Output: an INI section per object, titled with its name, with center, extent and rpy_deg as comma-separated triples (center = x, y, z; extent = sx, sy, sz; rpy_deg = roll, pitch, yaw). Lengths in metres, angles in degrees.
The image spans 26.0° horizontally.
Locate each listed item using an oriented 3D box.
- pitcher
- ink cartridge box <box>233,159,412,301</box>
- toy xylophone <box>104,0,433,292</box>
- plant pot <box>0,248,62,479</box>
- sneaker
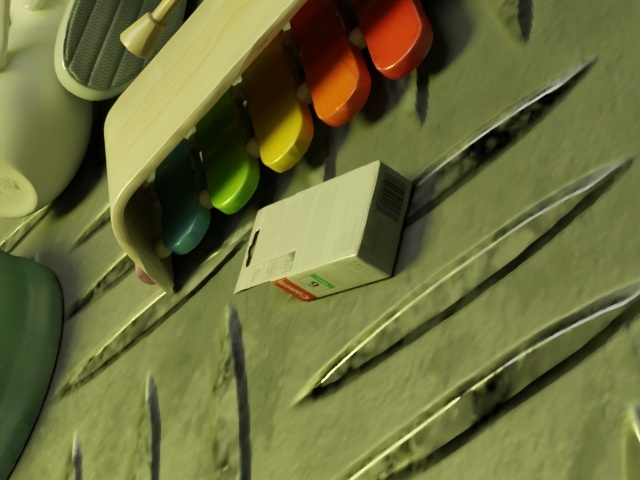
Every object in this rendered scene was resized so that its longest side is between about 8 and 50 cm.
[pitcher]
center = -0.258, -0.140, 1.176
extent = 0.125, 0.178, 0.207
rpy_deg = 1, 53, 16
[ink cartridge box]
center = 0.000, 0.000, 0.802
extent = 0.115, 0.029, 0.063
rpy_deg = -20, 47, 48
[toy xylophone]
center = -0.044, -0.131, 0.937
extent = 0.323, 0.081, 0.236
rpy_deg = -40, 34, 27
[plant pot]
center = -0.366, 0.103, 1.077
extent = 0.293, 0.196, 0.293
rpy_deg = -36, 37, 32
[sneaker]
center = -0.160, -0.217, 1.201
extent = 0.091, 0.094, 0.258
rpy_deg = -34, 28, 57
